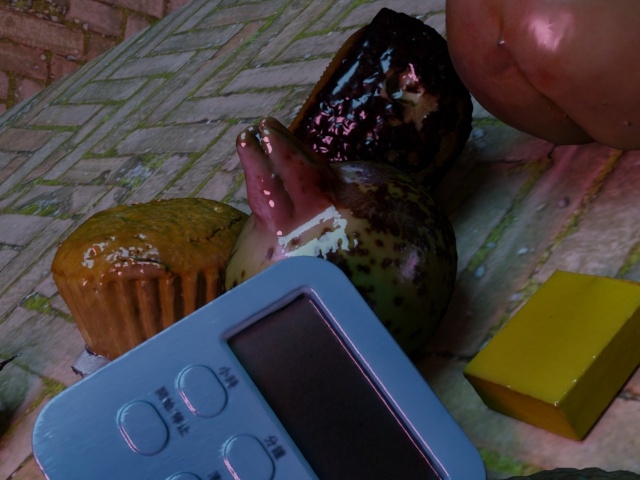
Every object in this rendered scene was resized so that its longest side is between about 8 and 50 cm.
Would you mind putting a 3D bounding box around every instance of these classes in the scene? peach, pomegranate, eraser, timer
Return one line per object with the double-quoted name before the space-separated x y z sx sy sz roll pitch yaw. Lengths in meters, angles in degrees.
"peach" 0.252 -0.209 0.895 0.292 0.247 0.292 0 10 0
"pomegranate" 0.000 0.000 0.837 0.214 0.247 0.214 -26 27 14
"eraser" 0.182 0.080 0.731 0.122 0.045 0.097 -44 28 -20
"timer" -0.038 0.149 0.676 0.250 0.091 0.232 -36 70 -7

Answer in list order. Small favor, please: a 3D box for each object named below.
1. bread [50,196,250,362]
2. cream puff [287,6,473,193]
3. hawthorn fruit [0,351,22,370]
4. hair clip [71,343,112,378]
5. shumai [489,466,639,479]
"bread" -0.168 0.032 1.065 0.240 0.139 0.240 -6 19 2
"cream puff" 0.061 -0.114 1.020 0.239 0.165 0.239 -55 4 5
"hawthorn fruit" -0.445 0.194 1.123 0.235 0.181 0.181 -30 24 -21
"hair clip" -0.201 0.149 1.039 0.172 0.049 0.116 4 50 44
"shumai" 0.110 0.230 0.502 0.272 0.203 0.222 -8 -2 -3
